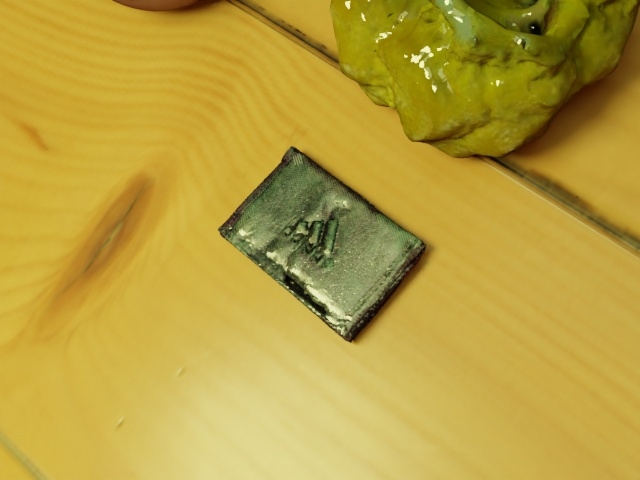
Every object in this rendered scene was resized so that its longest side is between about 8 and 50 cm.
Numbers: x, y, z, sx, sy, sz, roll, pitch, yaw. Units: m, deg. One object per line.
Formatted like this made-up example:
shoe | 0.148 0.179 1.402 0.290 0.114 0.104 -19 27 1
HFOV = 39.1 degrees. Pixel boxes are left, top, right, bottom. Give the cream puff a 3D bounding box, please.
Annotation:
cream puff | 0.130 -0.215 0.755 0.281 0.185 0.282 -6 71 18

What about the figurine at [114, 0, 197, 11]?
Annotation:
figurine | -0.166 -0.306 0.878 0.173 0.173 0.173 -5 71 15

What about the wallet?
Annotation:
wallet | 0.000 0.000 0.805 0.166 0.030 0.111 39 82 22
